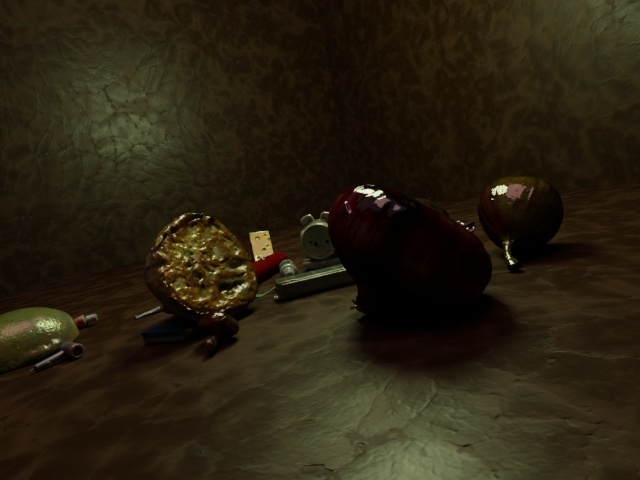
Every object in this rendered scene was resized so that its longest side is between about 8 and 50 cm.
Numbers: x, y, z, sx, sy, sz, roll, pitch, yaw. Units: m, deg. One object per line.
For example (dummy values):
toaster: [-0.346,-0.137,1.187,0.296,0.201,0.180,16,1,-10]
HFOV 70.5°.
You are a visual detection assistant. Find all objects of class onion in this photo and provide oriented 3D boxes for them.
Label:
onion: [0.158,0.041,0.930,0.348,0.285,0.347,28,7,-4]

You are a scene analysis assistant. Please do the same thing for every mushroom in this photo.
mushroom: [-0.217,0.187,0.955,0.088,0.072,0.129,18,6,-9]

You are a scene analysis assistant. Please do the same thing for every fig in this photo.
fig: [0.506,-0.036,1.169,0.217,0.216,0.320,-6,28,33]

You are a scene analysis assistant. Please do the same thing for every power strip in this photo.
power strip: [-0.354,0.217,1.069,0.124,0.032,0.056,-8,9,20]
power strip: [-0.001,0.110,1.272,0.273,0.052,0.078,-13,7,-12]

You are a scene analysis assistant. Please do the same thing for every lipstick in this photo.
lipstick: [-0.197,0.095,1.617,0.073,0.073,0.280,-9,7,18]

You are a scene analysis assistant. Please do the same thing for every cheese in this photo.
cheese: [-0.263,0.049,2.049,0.093,0.126,0.171,-7,25,-12]

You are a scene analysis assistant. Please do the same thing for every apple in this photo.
apple: [-0.756,0.247,1.160,0.194,0.119,0.265,10,23,41]

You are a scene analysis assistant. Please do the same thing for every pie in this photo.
pie: [-0.291,0.075,1.146,0.092,0.315,0.315,-38,-9,33]

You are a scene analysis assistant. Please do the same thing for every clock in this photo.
clock: [0.000,0.000,1.565,0.152,0.190,0.062,-10,7,16]

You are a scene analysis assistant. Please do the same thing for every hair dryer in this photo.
hair dryer: [-0.614,0.274,1.049,0.063,0.037,0.114,-4,18,39]

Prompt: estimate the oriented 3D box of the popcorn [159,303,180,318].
popcorn: [-0.353,0.134,1.254,0.198,0.155,0.197,-2,-1,0]

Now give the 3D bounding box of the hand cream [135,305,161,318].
hand cream: [-0.517,0.219,1.381,0.093,0.019,0.030,-22,13,-23]

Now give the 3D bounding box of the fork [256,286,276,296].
fork: [-0.122,0.142,1.347,0.236,0.021,0.039,-11,11,-11]

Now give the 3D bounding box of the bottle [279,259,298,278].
bottle: [-0.101,0.099,1.444,0.060,0.060,0.217,-12,5,-7]

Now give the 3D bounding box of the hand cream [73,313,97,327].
hand cream: [-0.786,0.267,1.361,0.217,0.038,0.052,-19,-15,-15]
